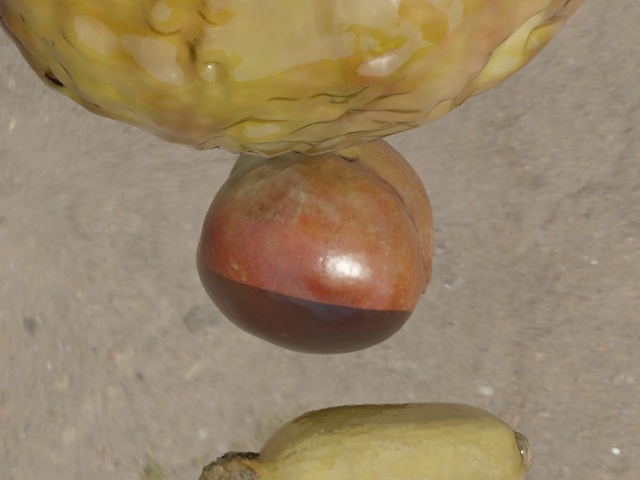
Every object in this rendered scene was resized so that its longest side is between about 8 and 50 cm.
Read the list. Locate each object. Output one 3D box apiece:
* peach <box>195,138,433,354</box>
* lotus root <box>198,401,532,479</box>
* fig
[{"bbox_3d":[0.000,0.000,1.362,0.252,0.252,0.253,0,91,-13],"label":"peach"},{"bbox_3d":[0.052,0.209,1.136,0.303,0.131,0.146,-2,107,-22],"label":"lotus root"},{"bbox_3d":[-0.035,-0.134,0.621,0.286,0.369,0.286,6,62,-11],"label":"fig"}]
